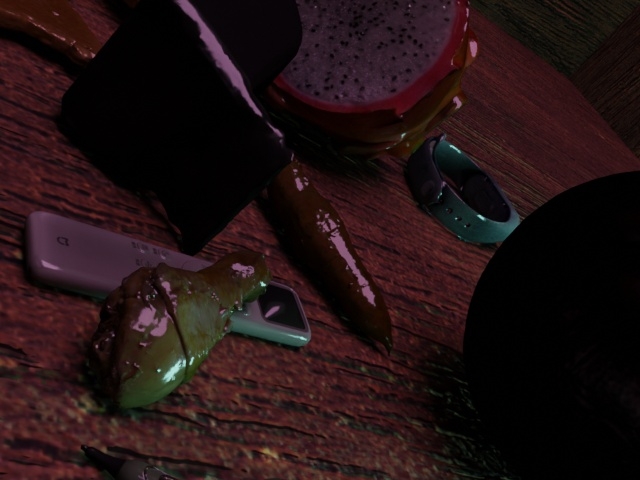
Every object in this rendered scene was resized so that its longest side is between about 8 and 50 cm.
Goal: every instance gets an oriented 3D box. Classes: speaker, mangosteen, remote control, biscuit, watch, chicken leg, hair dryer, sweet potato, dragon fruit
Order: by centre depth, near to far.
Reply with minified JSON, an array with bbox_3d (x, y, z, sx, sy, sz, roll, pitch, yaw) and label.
[{"bbox_3d":[-0.080,0.160,0.472,0.150,0.071,0.047,25,21,5],"label":"hair dryer"},{"bbox_3d":[-0.093,0.047,0.582,0.085,0.069,0.198,51,34,3],"label":"chicken leg"},{"bbox_3d":[-0.111,0.034,0.645,0.261,0.029,0.067,20,34,-37],"label":"remote control"},{"bbox_3d":[0.342,0.132,0.795,0.382,0.382,0.435,58,-3,31],"label":"mangosteen"},{"bbox_3d":[-0.325,-0.261,0.807,0.250,0.035,0.162,44,21,3],"label":"biscuit"},{"bbox_3d":[-0.100,-0.164,0.819,0.184,0.180,0.388,44,26,-10],"label":"speaker"},{"bbox_3d":[0.000,0.000,0.820,0.067,0.067,0.273,-1,54,-55],"label":"sweet potato"},{"bbox_3d":[0.066,-0.248,1.088,0.305,0.305,0.226,50,-1,17],"label":"dragon fruit"},{"bbox_3d":[0.216,-0.083,1.242,0.193,0.068,0.206,23,33,-35],"label":"watch"}]

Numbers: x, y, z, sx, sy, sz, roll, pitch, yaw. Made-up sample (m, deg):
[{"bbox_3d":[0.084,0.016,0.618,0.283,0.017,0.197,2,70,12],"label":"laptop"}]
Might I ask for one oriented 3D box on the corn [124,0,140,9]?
[{"bbox_3d":[-0.242,-0.394,1.025,0.123,0.122,0.305,7,41,-52],"label":"corn"}]
